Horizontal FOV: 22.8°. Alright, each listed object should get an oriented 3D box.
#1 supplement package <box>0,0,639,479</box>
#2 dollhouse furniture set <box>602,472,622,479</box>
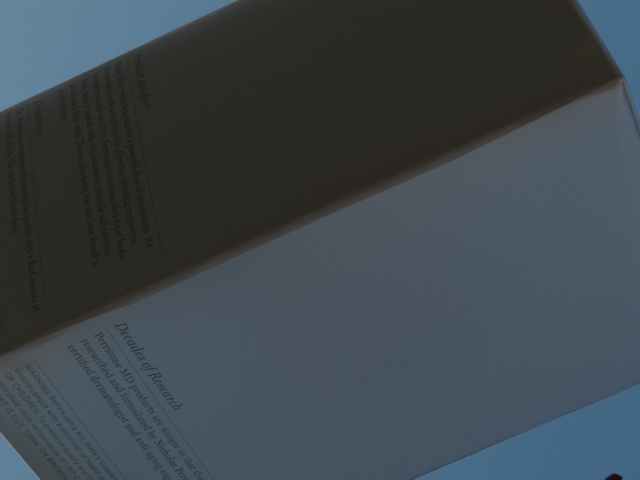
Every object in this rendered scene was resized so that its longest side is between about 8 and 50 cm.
[{"bbox_3d":[0.000,0.000,0.730,0.293,0.175,0.177,-24,-140,7],"label":"supplement package"},{"bbox_3d":[0.048,0.305,0.967,0.201,0.374,0.152,13,-146,14],"label":"dollhouse furniture set"}]
